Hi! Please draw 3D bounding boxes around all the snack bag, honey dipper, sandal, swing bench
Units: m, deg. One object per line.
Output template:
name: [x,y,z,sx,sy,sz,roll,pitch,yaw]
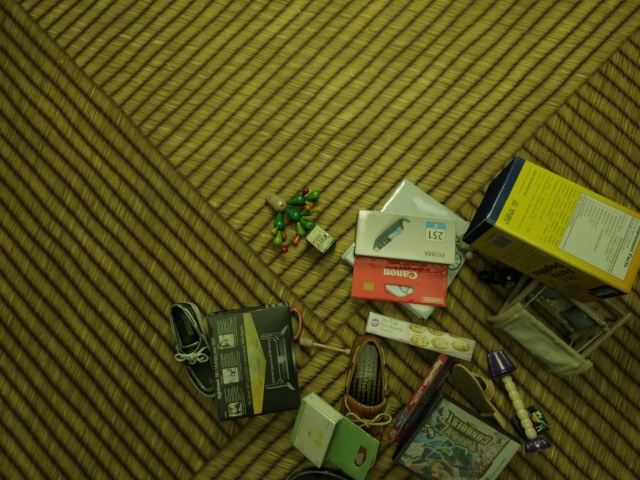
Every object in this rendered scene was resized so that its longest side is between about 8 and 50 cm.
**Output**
snack bag: [0.288,0.015,1.349,0.323,0.037,0.343,36,84,5]
honey dipper: [0.016,0.326,1.331,0.160,0.030,0.031,11,84,2]
sandal: [0.481,0.447,1.283,0.079,0.088,0.240,-33,90,-33]
swing bench: [0.668,0.222,1.241,0.253,0.165,0.255,40,87,6]

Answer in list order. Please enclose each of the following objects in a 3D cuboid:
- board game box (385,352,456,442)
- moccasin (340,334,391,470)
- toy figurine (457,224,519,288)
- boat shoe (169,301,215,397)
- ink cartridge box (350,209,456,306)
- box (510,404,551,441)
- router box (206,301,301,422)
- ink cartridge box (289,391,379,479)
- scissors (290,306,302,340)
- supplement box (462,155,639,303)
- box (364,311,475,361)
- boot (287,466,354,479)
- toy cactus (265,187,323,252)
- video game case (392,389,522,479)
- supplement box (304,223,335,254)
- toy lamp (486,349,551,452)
board game box: [0.294,0.456,1.246,0.027,0.145,0.281,33,86,32]
moccasin: [0.133,0.468,1.248,0.139,0.147,0.381,11,84,4]
toy figurine: [0.531,0.015,1.262,0.213,0.148,0.210,-35,91,-7]
boat shoe: [-0.378,0.332,1.311,0.113,0.105,0.307,-17,83,1]
ink cartridge box: [0.247,0.054,1.292,0.295,0.066,0.262,5,81,1]
box: [0.613,0.535,1.264,0.083,0.052,0.062,-32,82,0]
router box: [-0.194,0.353,1.277,0.242,0.081,0.309,-6,89,-8]
ink cartridge box: [0.031,0.565,1.216,0.235,0.056,0.171,29,114,30]
scissors: [-0.115,0.355,1.337,0.108,0.021,0.298,3,82,1]
supplement box: [0.583,-0.019,1.094,0.356,0.195,0.194,29,78,9]
box: [0.295,0.287,1.303,0.323,0.063,0.067,16,83,5]
boot: [0.062,0.739,1.070,0.366,0.445,0.146,10,84,4]
toy cactus: [-0.102,-0.087,1.356,0.180,0.112,0.219,36,95,16]
video game case: [0.386,0.600,1.233,0.274,0.035,0.248,32,99,-2]
supplement box: [0.000,0.000,1.340,0.083,0.083,0.056,40,87,6]
toy lamp: [0.555,0.451,1.235,0.080,0.080,0.275,-16,62,1]
